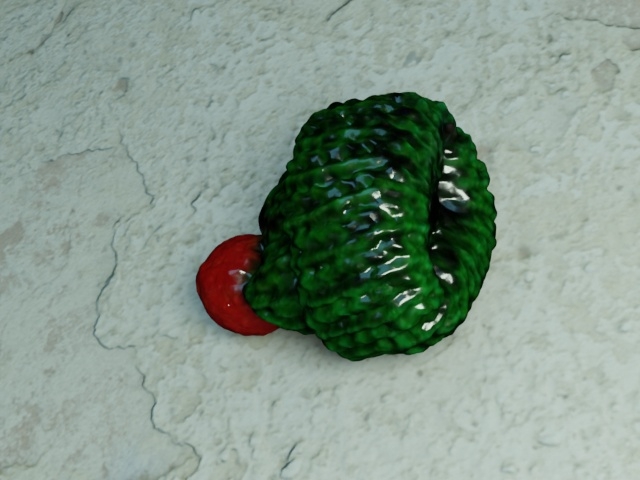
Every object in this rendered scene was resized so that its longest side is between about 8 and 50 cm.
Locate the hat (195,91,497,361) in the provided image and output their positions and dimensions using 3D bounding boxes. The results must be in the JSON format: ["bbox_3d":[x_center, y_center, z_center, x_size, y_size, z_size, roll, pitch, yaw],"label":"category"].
[{"bbox_3d":[0.000,0.000,1.510,0.332,0.242,0.274,-16,32,32],"label":"hat"}]
